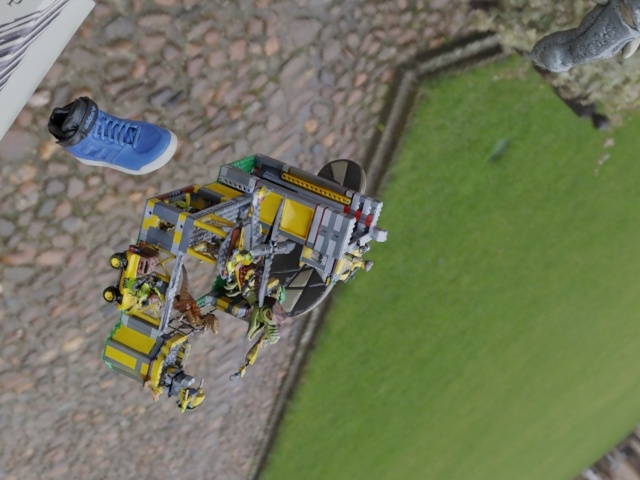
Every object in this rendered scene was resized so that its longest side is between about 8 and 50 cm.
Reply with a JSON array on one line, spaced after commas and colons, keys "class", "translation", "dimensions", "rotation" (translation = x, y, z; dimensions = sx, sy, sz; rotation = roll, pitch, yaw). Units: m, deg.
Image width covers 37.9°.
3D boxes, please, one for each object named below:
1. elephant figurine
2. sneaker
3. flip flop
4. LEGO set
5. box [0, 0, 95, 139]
[{"class": "elephant figurine", "translation": [0.312, -0.224, 0.783], "dimensions": [0.186, 0.169, 0.239], "rotation": [6, -175, -10]}, {"class": "sneaker", "translation": [-0.236, -0.119, 1.025], "dimensions": [0.084, 0.152, 0.058], "rotation": [44, 61, -52]}, {"class": "flip flop", "translation": [0.000, 0.000, 1.515], "dimensions": [0.080, 0.112, 0.277], "rotation": [53, 57, -68]}, {"class": "LEGO set", "translation": [-0.059, 0.048, 0.990], "dimensions": [0.331, 0.192, 0.255], "rotation": [-16, 127, -68]}, {"class": "box", "translation": [-0.300, -0.112, 0.712], "dimensions": [0.275, 0.113, 0.094], "rotation": [-57, -179, 0]}]
